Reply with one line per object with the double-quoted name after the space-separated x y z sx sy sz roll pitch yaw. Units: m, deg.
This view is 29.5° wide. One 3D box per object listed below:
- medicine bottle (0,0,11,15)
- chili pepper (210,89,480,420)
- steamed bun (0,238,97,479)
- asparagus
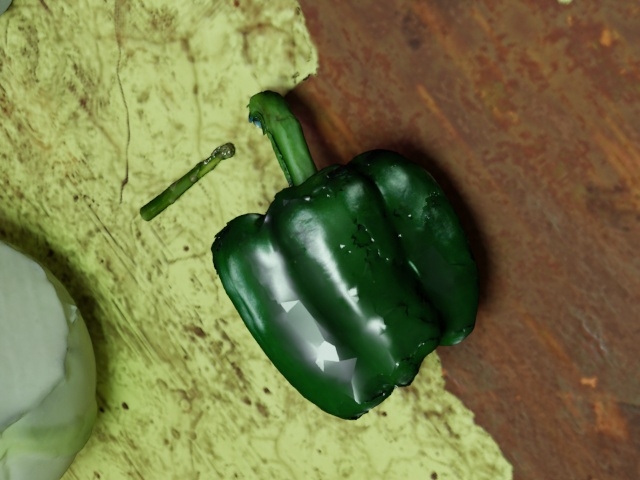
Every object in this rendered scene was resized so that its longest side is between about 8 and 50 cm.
-0.347 -0.260 1.109 0.140 0.079 0.079 44 125 11 "medicine bottle"
0.000 0.000 0.934 0.261 0.165 0.174 57 138 5 "chili pepper"
-0.368 0.154 1.160 0.309 0.309 0.309 12 113 29 "steamed bun"
-0.119 -0.051 1.077 0.015 0.018 0.127 42 129 -18 "asparagus"
